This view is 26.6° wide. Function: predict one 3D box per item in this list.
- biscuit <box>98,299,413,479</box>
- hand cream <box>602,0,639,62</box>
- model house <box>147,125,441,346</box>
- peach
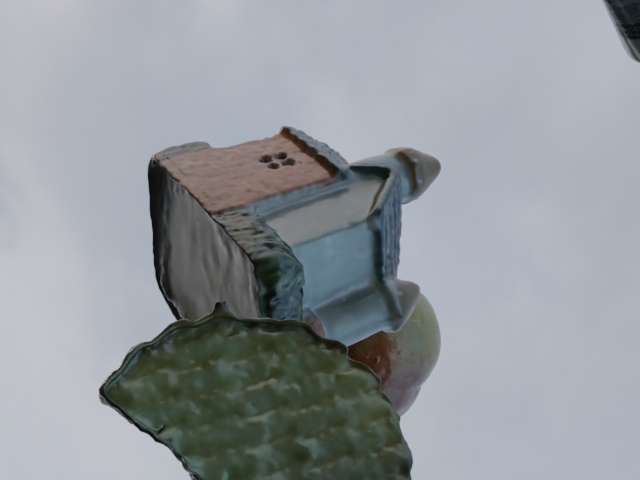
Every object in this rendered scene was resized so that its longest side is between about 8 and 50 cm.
[{"bbox_3d":[-0.026,0.159,1.089,0.273,0.187,0.036,46,-27,9],"label":"biscuit"},{"bbox_3d":[0.277,-0.277,1.205,0.124,0.078,0.341,-9,-47,25],"label":"hand cream"},{"bbox_3d":[0.000,0.000,1.413,0.271,0.301,0.190,43,-34,49],"label":"model house"},{"bbox_3d":[0.046,0.144,1.840,0.232,0.232,0.232,8,-78,41],"label":"peach"}]
